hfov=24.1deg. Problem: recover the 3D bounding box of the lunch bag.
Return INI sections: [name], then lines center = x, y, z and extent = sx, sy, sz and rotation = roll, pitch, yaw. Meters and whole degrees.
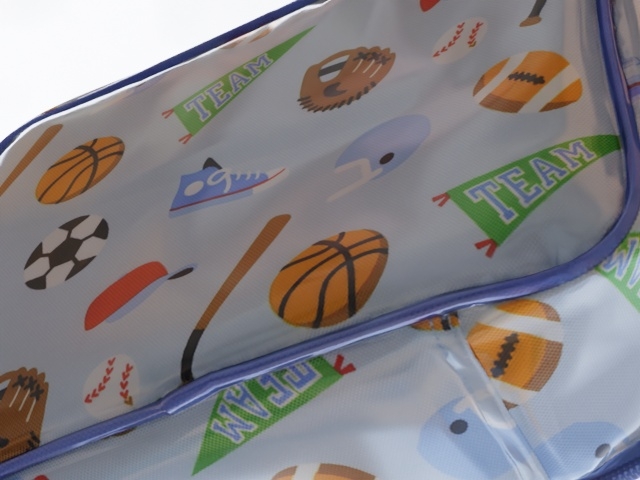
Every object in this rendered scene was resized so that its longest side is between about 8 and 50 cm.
[lunch bag]
center = 0.000, 0.000, 0.546
extent = 0.303, 0.115, 0.243
rotation = -19, -143, 20
